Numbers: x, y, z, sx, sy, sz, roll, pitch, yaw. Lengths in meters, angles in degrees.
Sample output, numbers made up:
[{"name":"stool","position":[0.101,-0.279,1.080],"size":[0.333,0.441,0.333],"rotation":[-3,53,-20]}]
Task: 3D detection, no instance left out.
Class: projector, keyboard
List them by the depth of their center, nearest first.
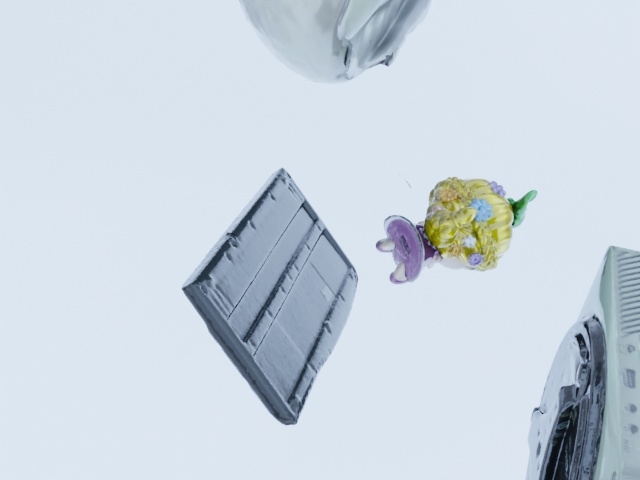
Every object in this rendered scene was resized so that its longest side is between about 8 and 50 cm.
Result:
[{"name":"keyboard","position":[-0.010,0.007,0.971],"size":[0.041,0.381,0.103],"rotation":[-32,-82,22]},{"name":"projector","position":[0.213,0.175,1.254],"size":[0.079,0.259,0.257],"rotation":[11,-139,-2]}]

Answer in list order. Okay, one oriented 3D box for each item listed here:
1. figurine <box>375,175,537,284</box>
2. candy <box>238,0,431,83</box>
[{"name":"figurine","position":[0.141,-0.018,1.430],"size":[0.156,0.115,0.095],"rotation":[-13,-99,-34]},{"name":"candy","position":[0.046,-0.327,1.141],"size":[0.186,0.386,0.427],"rotation":[21,-156,10]}]
